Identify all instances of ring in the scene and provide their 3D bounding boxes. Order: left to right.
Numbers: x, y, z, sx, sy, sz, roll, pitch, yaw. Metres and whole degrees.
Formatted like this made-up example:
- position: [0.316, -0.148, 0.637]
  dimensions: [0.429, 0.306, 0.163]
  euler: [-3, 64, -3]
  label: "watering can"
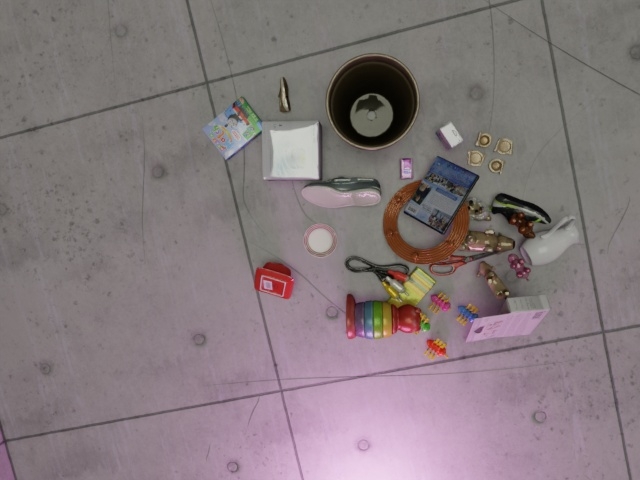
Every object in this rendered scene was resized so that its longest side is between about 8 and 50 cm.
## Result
- position: [0.398, -0.075, 1.772]
  dimensions: [0.337, 0.032, 0.336]
  euler: [-4, 80, 27]
  label: "ring"

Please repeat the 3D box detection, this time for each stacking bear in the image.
- position: [0.250, 0.309, 1.814]
  dimensions: [0.289, 0.164, 0.175]
  euler: [-2, 105, 7]
  label: "stacking bear"

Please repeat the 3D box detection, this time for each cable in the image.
- position: [0.241, 0.124, 1.850]
  dimensions: [0.287, 0.072, 0.139]
  euler: [29, 100, 4]
  label: "cable"

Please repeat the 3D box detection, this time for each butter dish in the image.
- position: [-0.179, 0.144, 1.882]
  dimensions: [0.160, 0.118, 0.160]
  euler: [16, 138, 2]
  label: "butter dish"

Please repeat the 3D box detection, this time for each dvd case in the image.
- position: [0.452, -0.171, 1.731]
  dimensions: [0.180, 0.022, 0.253]
  euler: [34, 97, 27]
  label: "dvd case"

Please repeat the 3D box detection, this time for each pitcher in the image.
- position: [0.870, -0.002, 1.739]
  dimensions: [0.207, 0.125, 0.177]
  euler: [-27, 133, 5]
  label: "pitcher"

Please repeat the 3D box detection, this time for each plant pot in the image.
- position: [0.188, -0.486, 1.696]
  dimensions: [0.323, 0.280, 0.323]
  euler: [1, 96, 5]
  label: "plant pot"

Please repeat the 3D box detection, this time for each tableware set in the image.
- position: [0.664, -0.343, 1.795]
  dimensions: [0.169, 0.020, 0.141]
  euler: [18, 97, 3]
  label: "tableware set"

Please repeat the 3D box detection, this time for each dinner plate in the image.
- position: [0.000, 0.000, 1.894]
  dimensions: [0.141, 0.017, 0.141]
  euler: [0, 95, 5]
  label: "dinner plate"

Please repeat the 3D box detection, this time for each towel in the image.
- position: [0.358, 0.225, 1.882]
  dimensions: [0.102, 0.021, 0.237]
  euler: [41, 99, 6]
  label: "towel"

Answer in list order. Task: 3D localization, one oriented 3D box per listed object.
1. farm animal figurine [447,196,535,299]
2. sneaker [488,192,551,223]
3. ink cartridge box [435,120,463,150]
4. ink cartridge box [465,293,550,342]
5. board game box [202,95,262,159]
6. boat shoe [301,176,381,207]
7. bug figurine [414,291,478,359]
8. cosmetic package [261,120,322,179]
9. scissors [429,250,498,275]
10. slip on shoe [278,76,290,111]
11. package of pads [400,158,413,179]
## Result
- position: [0.650, 0.034, 1.758]
  dimensions: [0.327, 0.172, 0.330]
  euler: [23, 93, 20]
  label: "farm animal figurine"
- position: [0.771, -0.105, 1.792]
  dimensions: [0.235, 0.084, 0.097]
  euler: [24, 120, 5]
  label: "sneaker"
- position: [0.490, -0.397, 1.755]
  dimensions: [0.052, 0.122, 0.088]
  euler: [-34, 91, 7]
  label: "ink cartridge box"
- position: [0.684, 0.297, 1.725]
  dimensions: [0.261, 0.296, 0.066]
  euler: [-8, 61, 5]
  label: "ink cartridge box"
- position: [-0.349, -0.455, 1.873]
  dimensions: [0.211, 0.039, 0.160]
  euler: [-37, 91, 9]
  label: "board game box"
- position: [0.085, -0.202, 1.844]
  dimensions: [0.320, 0.116, 0.099]
  euler: [3, 53, 12]
  label: "boat shoe"
- position: [0.492, 0.332, 1.852]
  dimensions: [0.216, 0.072, 0.279]
  euler: [41, 102, 7]
  label: "bug figurine"
- position: [-0.108, -0.349, 1.812]
  dimensions: [0.225, 0.138, 0.224]
  euler: [0, 96, 4]
  label: "cosmetic package"
- position: [0.588, 0.087, 1.845]
  dimensions: [0.297, 0.021, 0.108]
  euler: [0, 87, 3]
  label: "scissors"
- position: [-0.151, -0.582, 1.839]
  dimensions: [0.041, 0.051, 0.135]
  euler: [-6, 101, 18]
  label: "slip on shoe"
- position: [0.342, -0.284, 1.826]
  dimensions: [0.050, 0.032, 0.083]
  euler: [-2, 95, 3]
  label: "package of pads"
